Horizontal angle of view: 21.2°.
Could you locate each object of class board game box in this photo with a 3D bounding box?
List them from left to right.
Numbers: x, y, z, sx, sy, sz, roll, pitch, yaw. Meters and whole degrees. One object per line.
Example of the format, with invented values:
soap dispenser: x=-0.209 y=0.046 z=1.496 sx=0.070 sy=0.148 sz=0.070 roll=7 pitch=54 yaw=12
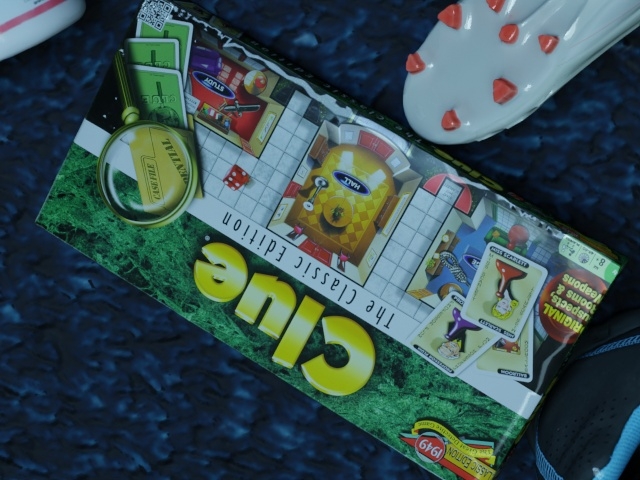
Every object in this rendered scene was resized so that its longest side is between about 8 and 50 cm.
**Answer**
board game box: x=0.000 y=0.000 z=0.817 sx=0.259 sy=0.030 sz=0.136 roll=31 pitch=109 yaw=9

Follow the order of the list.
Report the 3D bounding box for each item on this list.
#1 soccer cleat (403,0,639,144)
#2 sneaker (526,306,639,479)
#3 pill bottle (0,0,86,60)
soccer cleat: x=0.119 y=-0.109 z=0.785 sx=0.196 sy=0.076 sz=0.068 roll=-43 pitch=64 yaw=29
sneaker: x=0.258 y=0.054 z=0.779 sx=0.340 sy=0.140 sz=0.125 roll=-28 pitch=99 yaw=11
pill bottle: x=-0.180 y=-0.156 z=0.785 sx=0.087 sy=0.087 sz=0.160 roll=-24 pitch=102 yaw=12
